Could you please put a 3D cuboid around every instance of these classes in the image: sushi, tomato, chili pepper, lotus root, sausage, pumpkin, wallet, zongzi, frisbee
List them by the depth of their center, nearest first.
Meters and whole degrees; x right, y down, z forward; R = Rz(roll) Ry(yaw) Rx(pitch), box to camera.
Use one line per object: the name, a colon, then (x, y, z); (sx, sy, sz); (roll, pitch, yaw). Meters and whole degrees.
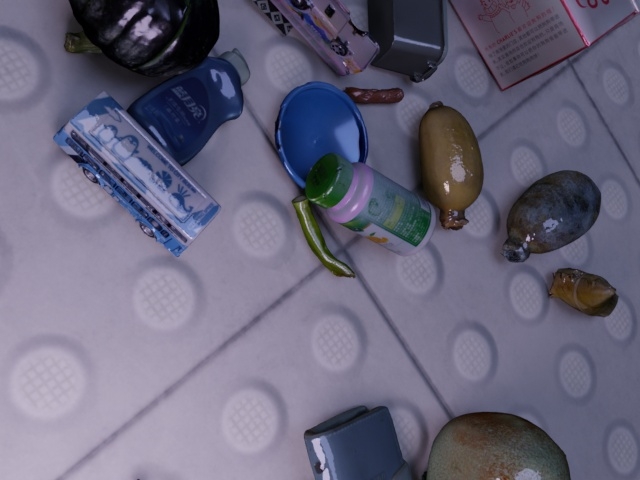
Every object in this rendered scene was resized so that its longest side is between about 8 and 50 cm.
pumpkin: (-0.327, -0.414, 1.260); (0.295, 0.296, 0.296); (8, 74, -29)
wallet: (0.101, 0.500, 1.334); (0.252, 0.083, 0.361); (-9, 81, -53)
tomato: (0.335, 0.487, 1.399); (0.239, 0.303, 0.304); (21, 68, -21)
chili pepper: (0.000, 0.000, 1.444); (0.050, 0.052, 0.202); (-31, 96, -7)
frisbee: (0.000, -0.213, 1.496); (0.242, 0.045, 0.242); (2, 87, -36)
sushi: (-0.089, -0.521, 1.531); (0.120, 0.026, 0.126); (45, 66, -24)
sausage: (0.123, -0.329, 1.609); (0.157, 0.042, 0.036); (-5, 119, -30)
lotus root: (0.298, -0.179, 1.620); (0.146, 0.131, 0.303); (-1, 79, -30)
lotus root: (0.567, -0.064, 1.739); (0.349, 0.175, 0.175); (-33, 96, -33)
zongzi: (0.692, 0.138, 1.744); (0.194, 0.197, 0.099); (22, 83, -28)

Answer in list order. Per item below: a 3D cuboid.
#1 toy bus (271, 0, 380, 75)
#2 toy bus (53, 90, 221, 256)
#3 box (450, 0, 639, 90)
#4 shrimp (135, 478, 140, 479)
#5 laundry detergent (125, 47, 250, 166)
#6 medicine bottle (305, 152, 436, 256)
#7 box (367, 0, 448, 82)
toy bus: (-0.002, -0.470, 1.502); (0.274, 0.112, 0.090); (44, 68, -24)
toy bus: (-0.314, -0.112, 1.234); (0.297, 0.131, 0.106); (45, 60, -13)
box: (0.566, -0.606, 1.780); (0.300, 0.314, 0.312); (-37, 98, -29)
shrimp: (-0.248, 0.460, 1.193); (0.184, 0.043, 0.091); (43, 53, -23)
laundry detergent: (-0.231, -0.263, 1.343); (0.143, 0.094, 0.290); (47, 60, -9)
medicine bottle: (0.102, -0.075, 1.455); (0.274, 0.133, 0.134); (28, 65, -32)
box: (0.195, -0.500, 1.628); (0.135, 0.163, 0.244); (6, 76, -21)
